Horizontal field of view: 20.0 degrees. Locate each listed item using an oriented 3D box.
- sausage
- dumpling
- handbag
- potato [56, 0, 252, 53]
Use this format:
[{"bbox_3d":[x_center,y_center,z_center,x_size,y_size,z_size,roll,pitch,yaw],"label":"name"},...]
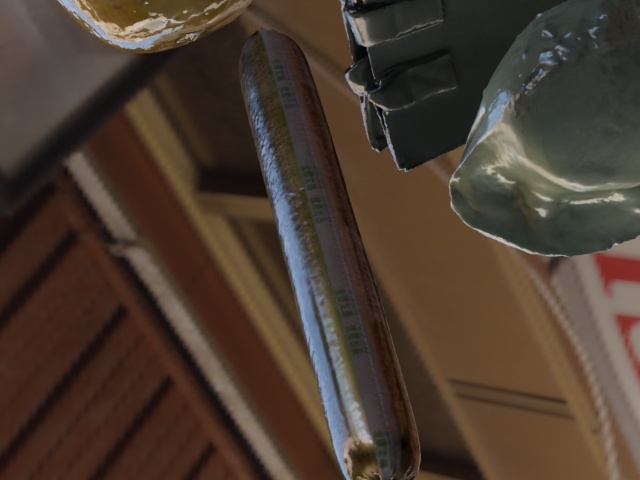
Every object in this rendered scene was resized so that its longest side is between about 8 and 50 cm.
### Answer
[{"bbox_3d":[0.000,0.000,0.713,0.033,0.033,0.269,42,-157,-41],"label":"sausage"},{"bbox_3d":[0.177,-0.079,1.138,0.219,0.152,0.108,-51,-17,14],"label":"dumpling"},{"bbox_3d":[0.125,-0.201,1.324,0.260,0.079,0.247,-26,-51,-15],"label":"handbag"},{"bbox_3d":[-0.163,-0.296,1.535,0.290,0.397,0.296,-26,-88,-1],"label":"potato"}]
